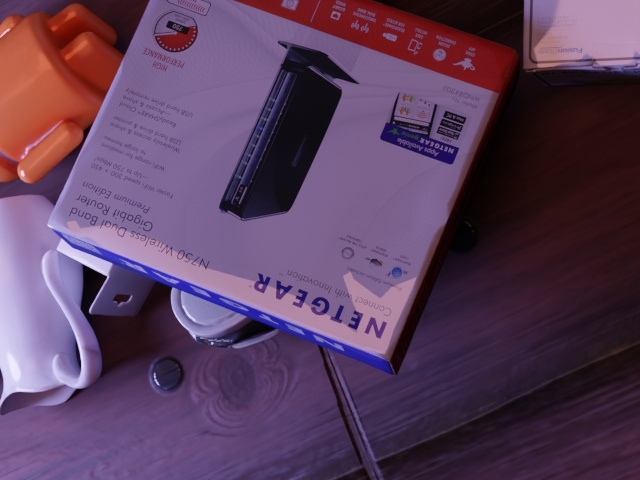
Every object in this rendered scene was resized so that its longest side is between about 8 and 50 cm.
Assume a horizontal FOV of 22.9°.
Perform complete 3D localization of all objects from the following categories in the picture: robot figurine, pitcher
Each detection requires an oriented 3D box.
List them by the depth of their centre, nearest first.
[{"bbox_3d":[-0.280,0.057,1.568,0.178,0.125,0.207,-21,80,49],"label":"pitcher"},{"bbox_3d":[-0.301,-0.147,1.610,0.219,0.128,0.158,-37,94,13],"label":"robot figurine"}]

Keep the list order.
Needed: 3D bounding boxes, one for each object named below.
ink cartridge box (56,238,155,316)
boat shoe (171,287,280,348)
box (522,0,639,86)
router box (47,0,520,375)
[{"bbox_3d":[-0.187,-0.027,1.557,0.067,0.115,0.198,26,94,19],"label":"ink cartridge box"},{"bbox_3d":[0.000,0.000,1.495,0.302,0.091,0.114,-28,68,3],"label":"boat shoe"},{"bbox_3d":[0.274,-0.287,1.416,0.169,0.087,0.290,-1,84,21],"label":"box"},{"bbox_3d":[-0.029,-0.080,1.423,0.335,0.082,0.301,20,79,11],"label":"router box"}]
